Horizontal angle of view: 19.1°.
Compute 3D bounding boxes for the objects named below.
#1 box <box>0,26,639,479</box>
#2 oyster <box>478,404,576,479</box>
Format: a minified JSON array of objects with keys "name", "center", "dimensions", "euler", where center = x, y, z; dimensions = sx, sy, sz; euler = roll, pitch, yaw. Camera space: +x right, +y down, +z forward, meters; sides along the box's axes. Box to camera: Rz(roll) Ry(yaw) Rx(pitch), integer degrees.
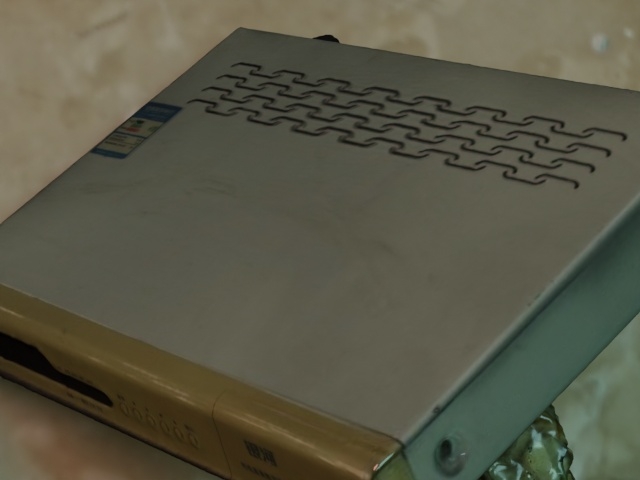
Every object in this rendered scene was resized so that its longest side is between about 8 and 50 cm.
[{"name":"box","center":[0.000,0.000,0.700],"dimensions":[0.211,0.270,0.045],"euler":[-43,125,-27]},{"name":"oyster","center":[0.053,0.103,0.743],"dimensions":[0.092,0.198,0.259],"euler":[-40,55,-17]}]
